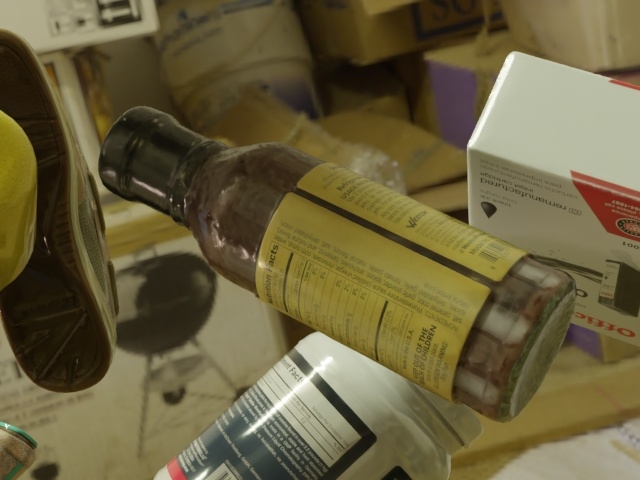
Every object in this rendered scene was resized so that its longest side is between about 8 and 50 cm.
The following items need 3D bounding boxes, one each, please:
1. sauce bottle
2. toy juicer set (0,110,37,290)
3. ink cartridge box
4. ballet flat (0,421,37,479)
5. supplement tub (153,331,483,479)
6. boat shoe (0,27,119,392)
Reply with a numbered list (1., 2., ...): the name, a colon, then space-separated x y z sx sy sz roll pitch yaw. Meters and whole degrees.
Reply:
1. sauce bottle: 0.000 0.000 0.794 0.344 0.111 0.111 28 36 24
2. toy juicer set: -0.280 -0.026 0.402 0.209 0.329 0.089 -63 9 -31
3. ink cartridge box: 0.246 -0.027 1.081 0.197 0.273 0.114 19 67 18
4. ballet flat: -0.520 0.283 1.609 0.316 0.107 0.106 5 56 42
5. supplement tub: -0.003 0.208 1.089 0.272 0.191 0.191 -42 22 -5
6. boat shoe: -0.231 -0.028 0.957 0.109 0.302 0.098 -11 19 7
